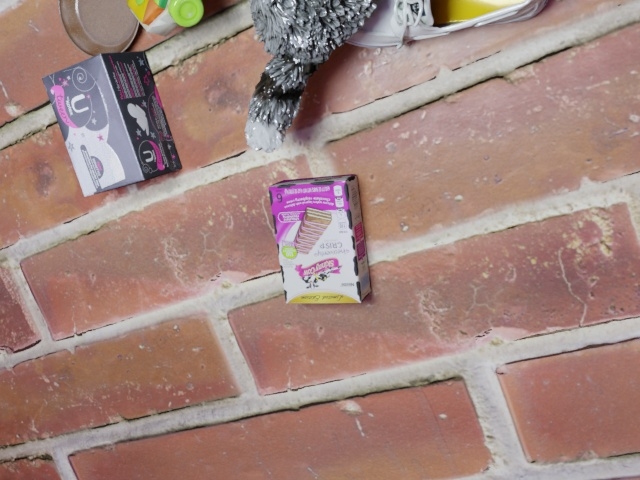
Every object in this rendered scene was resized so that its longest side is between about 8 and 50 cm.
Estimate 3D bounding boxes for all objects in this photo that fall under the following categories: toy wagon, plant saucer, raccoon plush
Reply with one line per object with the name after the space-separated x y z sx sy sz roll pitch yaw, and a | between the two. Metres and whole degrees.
-0.244 -0.533 1.174 0.267 0.068 0.344 51 126 42 | toy wagon
-0.431 -0.462 1.370 0.198 0.036 0.199 6 106 20 | plant saucer
-0.093 -0.378 1.039 0.216 0.299 0.446 22 92 58 | raccoon plush

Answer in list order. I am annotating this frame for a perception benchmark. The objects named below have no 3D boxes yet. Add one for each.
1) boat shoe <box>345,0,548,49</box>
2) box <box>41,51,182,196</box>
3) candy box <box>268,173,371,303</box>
0.163 -0.372 1.080 0.367 0.156 0.136 3 105 23 | boat shoe
-0.412 -0.230 1.370 0.163 0.142 0.247 -12 100 25 | box
0.000 0.000 1.305 0.159 0.071 0.233 -3 104 23 | candy box
